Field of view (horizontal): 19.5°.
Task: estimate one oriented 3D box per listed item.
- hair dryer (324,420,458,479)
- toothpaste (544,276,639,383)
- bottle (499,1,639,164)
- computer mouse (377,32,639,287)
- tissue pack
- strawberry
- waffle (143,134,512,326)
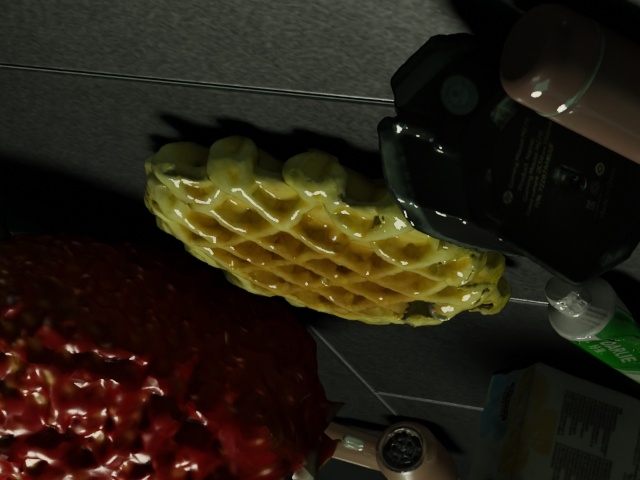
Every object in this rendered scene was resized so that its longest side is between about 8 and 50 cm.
[{"bbox_3d":[0.041,0.206,1.844,0.182,0.064,0.117,13,163,23],"label":"hair dryer"},{"bbox_3d":[0.226,0.076,1.312,0.078,0.047,0.248,3,161,38],"label":"toothpaste"},{"bbox_3d":[0.153,-0.067,0.911,0.140,0.053,0.053,23,161,-27],"label":"bottle"},{"bbox_3d":[0.099,-0.041,0.956,0.192,0.105,0.062,19,175,-35],"label":"computer mouse"},{"bbox_3d":[0.191,0.237,1.526,0.159,0.229,0.145,19,162,-15],"label":"tissue pack"},{"bbox_3d":[-0.157,0.108,1.443,0.292,0.292,0.343,-7,129,49],"label":"strawberry"},{"bbox_3d":[0.000,0.002,1.250,0.250,0.056,0.261,10,164,14],"label":"waffle"}]
